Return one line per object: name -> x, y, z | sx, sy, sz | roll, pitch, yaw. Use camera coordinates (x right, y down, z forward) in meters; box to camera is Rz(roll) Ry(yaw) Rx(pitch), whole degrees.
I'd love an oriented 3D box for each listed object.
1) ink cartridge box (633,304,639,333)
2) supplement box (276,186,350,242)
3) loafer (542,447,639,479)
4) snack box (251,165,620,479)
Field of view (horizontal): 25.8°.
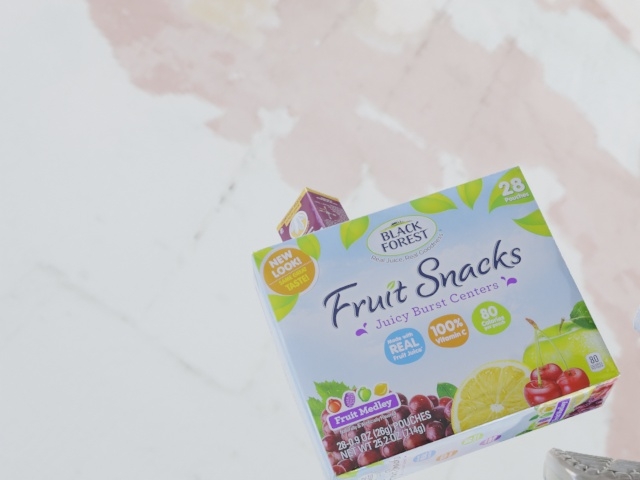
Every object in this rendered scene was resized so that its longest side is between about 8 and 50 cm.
ink cartridge box -> 0.446, 0.003, 0.886 | 0.394, 0.286, 0.166 | 27, -154, 20
supplement box -> 0.000, 0.000, 1.284 | 0.043, 0.055, 0.083 | 18, -151, -36
loafer -> 0.223, 0.222, 1.132 | 0.101, 0.268, 0.092 | 8, -99, 9
snack box -> 0.075, 0.062, 0.975 | 0.207, 0.070, 0.175 | -17, -115, -9
